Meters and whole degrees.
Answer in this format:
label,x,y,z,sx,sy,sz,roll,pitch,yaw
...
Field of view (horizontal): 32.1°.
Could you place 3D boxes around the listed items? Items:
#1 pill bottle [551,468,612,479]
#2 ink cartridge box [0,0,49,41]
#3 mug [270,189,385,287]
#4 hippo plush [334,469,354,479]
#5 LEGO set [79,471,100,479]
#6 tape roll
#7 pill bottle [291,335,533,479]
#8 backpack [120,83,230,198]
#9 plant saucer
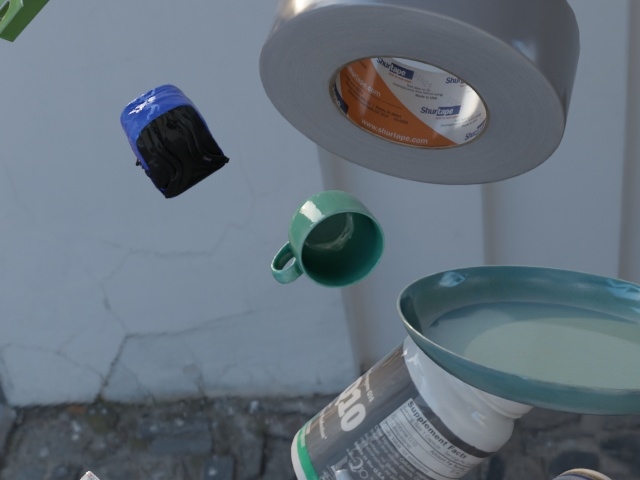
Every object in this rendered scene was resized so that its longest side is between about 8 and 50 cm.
label,x,y,z,sx,sy,sz,roll,pitch,yaw
pill bottle,0.300,0.422,1.491,0.264,0.153,0.153,-18,33,-41
ink cartridge box,-0.368,-0.312,1.321,0.109,0.062,0.209,-37,55,31
mug,0.005,-0.008,1.623,0.157,0.129,0.097,0,28,-19
hippo plush,0.034,0.427,1.024,0.236,0.294,0.234,-35,37,-3
LEGO set,-0.379,0.497,1.689,0.182,0.060,0.244,29,67,37
tape roll,0.070,-0.125,0.793,0.219,0.219,0.072,7,64,21
pill bottle,0.146,0.255,1.603,0.361,0.204,0.204,-43,29,22
backpack,-0.187,-0.127,1.334,0.098,0.120,0.101,-37,52,-7
plant saucer,0.229,0.092,1.046,0.317,0.044,0.317,3,17,-1
